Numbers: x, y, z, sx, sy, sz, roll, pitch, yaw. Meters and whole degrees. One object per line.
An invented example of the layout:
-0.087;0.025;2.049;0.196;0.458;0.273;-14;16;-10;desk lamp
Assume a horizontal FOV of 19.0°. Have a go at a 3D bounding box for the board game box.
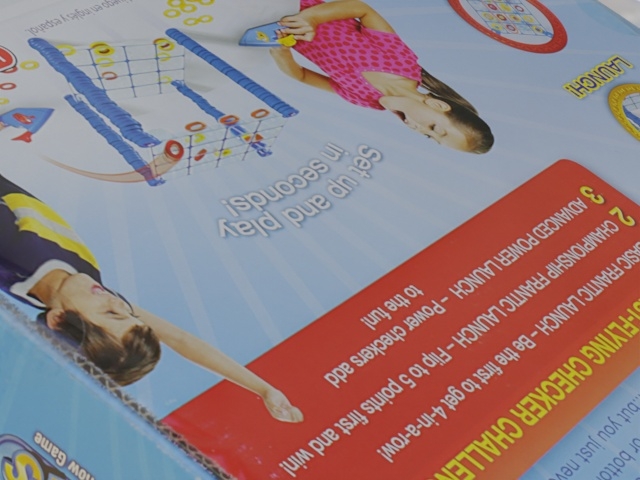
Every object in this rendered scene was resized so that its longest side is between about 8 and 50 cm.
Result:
0.000;0.000;0.532;0.302;0.308;0.086;37;-56;17;board game box
